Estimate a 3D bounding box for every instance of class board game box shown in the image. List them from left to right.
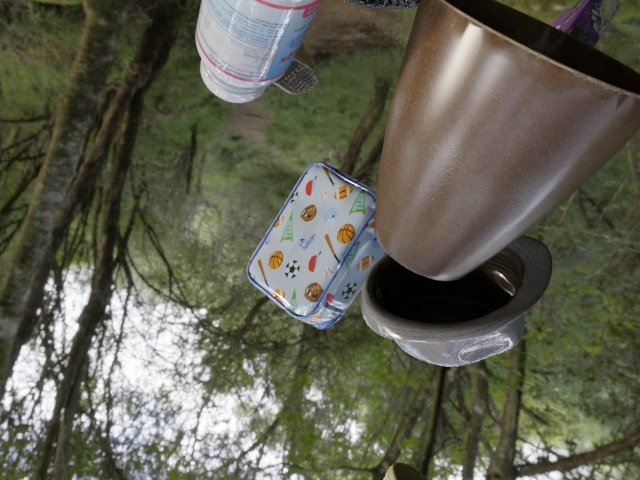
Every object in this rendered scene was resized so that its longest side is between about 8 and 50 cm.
[{"bbox_3d":[0.266,-0.213,0.858,0.056,0.208,0.347,45,156,-5],"label":"board game box"}]

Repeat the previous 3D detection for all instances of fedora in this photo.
[{"bbox_3d":[0.197,0.096,0.819,0.275,0.124,0.244,-5,-147,27],"label":"fedora"}]

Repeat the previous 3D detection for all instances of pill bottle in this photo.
[{"bbox_3d":[-0.054,-0.182,0.461,0.087,0.087,0.160,19,157,-14],"label":"pill bottle"}]

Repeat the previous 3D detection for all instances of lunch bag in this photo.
[{"bbox_3d":[0.000,0.000,1.117,0.243,0.303,0.115,35,-178,41],"label":"lunch bag"}]

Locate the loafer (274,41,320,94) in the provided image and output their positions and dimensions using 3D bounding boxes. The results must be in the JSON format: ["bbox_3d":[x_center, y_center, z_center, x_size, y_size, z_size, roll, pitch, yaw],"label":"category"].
[{"bbox_3d":[-0.103,-0.362,1.026,0.268,0.102,0.092,30,-142,-54],"label":"loafer"}]

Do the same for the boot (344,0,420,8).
[{"bbox_3d":[0.018,-0.519,0.875,0.348,0.260,0.131,13,-166,2],"label":"boot"}]

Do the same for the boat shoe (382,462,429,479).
[{"bbox_3d":[0.135,0.437,0.668,0.121,0.110,0.341,28,-154,-36],"label":"boat shoe"}]

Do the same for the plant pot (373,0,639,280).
[{"bbox_3d":[0.146,-0.081,0.526,0.215,0.230,0.215,17,-147,-11],"label":"plant pot"}]
